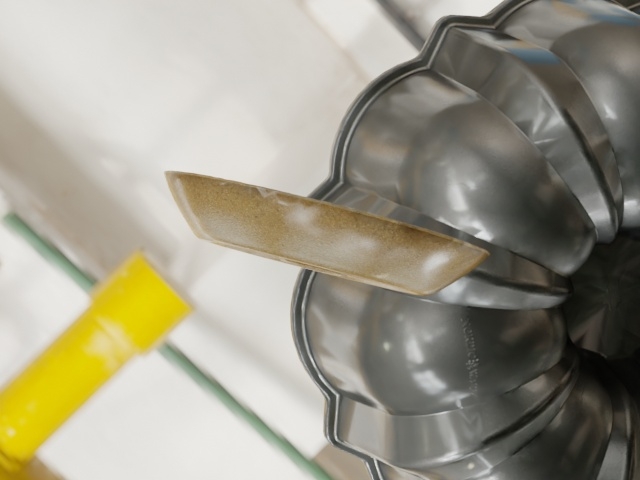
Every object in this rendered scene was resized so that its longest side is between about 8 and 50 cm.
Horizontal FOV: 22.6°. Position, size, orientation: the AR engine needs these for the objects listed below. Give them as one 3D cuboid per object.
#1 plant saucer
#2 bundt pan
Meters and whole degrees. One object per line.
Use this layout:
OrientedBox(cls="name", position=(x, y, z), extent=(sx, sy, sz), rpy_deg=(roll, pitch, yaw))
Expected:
OrientedBox(cls="plant saucer", position=(0.000, 0.000, 0.399), extent=(0.083, 0.015, 0.083), rpy_deg=(14, 177, 1))
OrientedBox(cls="bundt pan", position=(0.155, 0.030, 0.830), extent=(0.331, 0.331, 0.124), rpy_deg=(45, 177, -16))
